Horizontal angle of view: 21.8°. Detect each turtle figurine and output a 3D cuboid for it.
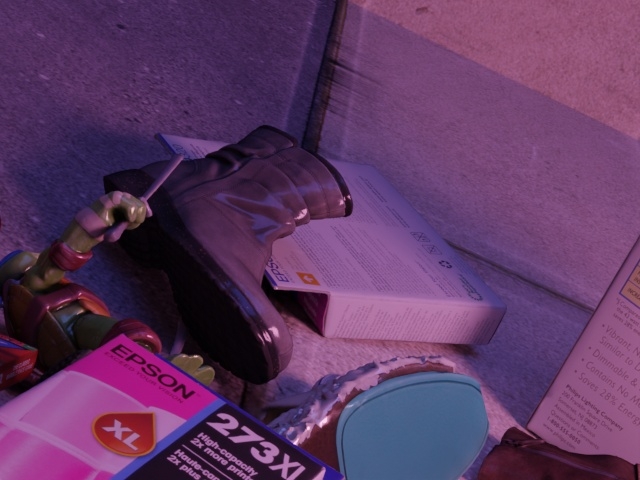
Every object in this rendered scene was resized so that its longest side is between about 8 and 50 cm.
[{"bbox_3d":[-0.145,0.064,1.412,0.275,0.197,0.266,3,30,-39],"label":"turtle figurine"}]

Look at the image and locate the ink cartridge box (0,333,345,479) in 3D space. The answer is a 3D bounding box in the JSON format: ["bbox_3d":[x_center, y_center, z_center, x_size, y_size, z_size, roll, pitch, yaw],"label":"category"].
[{"bbox_3d":[-0.119,0.158,1.057,0.176,0.069,0.371,32,24,14],"label":"ink cartridge box"}]

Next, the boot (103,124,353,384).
[{"bbox_3d":[-0.057,-0.009,1.672,0.223,0.118,0.338,-20,45,-23],"label":"boot"}]

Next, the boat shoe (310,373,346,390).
[{"bbox_3d":[0.056,0.187,1.520,0.095,0.084,0.258,16,24,-26],"label":"boat shoe"}]

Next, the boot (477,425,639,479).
[{"bbox_3d":[0.245,0.270,1.597,0.207,0.090,0.248,20,20,14],"label":"boot"}]

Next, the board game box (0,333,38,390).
[{"bbox_3d":[-0.359,0.052,1.191,0.281,0.027,0.145,20,13,11],"label":"board game box"}]

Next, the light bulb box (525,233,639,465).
[{"bbox_3d":[0.478,0.141,1.747,0.358,0.361,0.225,37,23,23],"label":"light bulb box"}]

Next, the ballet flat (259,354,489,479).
[{"bbox_3d":[-0.031,0.180,1.300,0.147,0.147,0.409,38,37,26],"label":"ballet flat"}]

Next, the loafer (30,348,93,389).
[{"bbox_3d":[-0.210,0.149,1.261,0.050,0.148,0.056,40,-18,-18],"label":"loafer"}]

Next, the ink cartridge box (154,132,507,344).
[{"bbox_3d":[0.000,0.000,1.912,0.330,0.071,0.324,5,30,-35],"label":"ink cartridge box"}]
